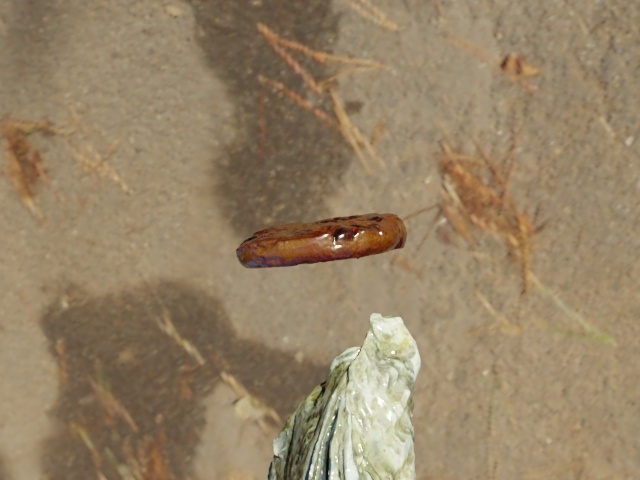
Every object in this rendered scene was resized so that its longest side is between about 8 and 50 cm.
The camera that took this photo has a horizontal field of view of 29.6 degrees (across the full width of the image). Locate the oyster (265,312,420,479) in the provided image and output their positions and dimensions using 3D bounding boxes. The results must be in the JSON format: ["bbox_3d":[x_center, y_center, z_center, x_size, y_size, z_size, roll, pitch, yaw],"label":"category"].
[{"bbox_3d":[0.020,0.211,1.048,0.112,0.198,0.267,12,128,-14],"label":"oyster"}]

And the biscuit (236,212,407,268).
[{"bbox_3d":[0.000,0.000,1.295,0.192,0.192,0.049,-8,89,44],"label":"biscuit"}]
